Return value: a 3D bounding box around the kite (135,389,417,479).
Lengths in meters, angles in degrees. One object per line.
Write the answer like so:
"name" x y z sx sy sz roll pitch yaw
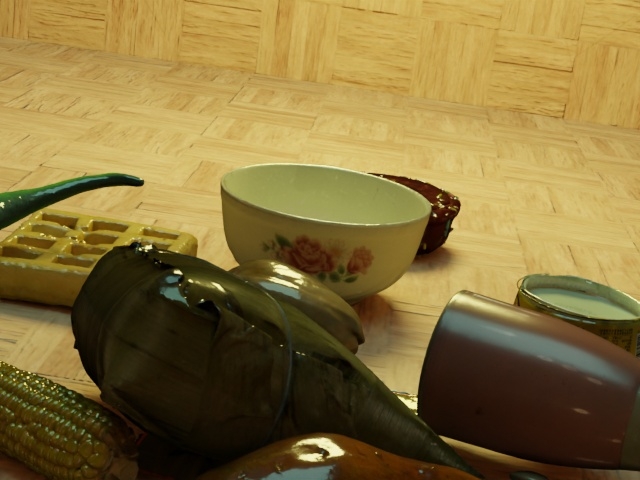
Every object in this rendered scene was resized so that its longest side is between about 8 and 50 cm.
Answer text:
"kite" -0.011 0.194 1.182 0.378 0.013 0.327 -4 20 -33

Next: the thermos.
"thermos" 0.233 0.162 1.160 0.265 0.176 0.146 17 -18 23

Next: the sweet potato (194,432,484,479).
"sweet potato" -0.003 0.209 0.981 0.359 0.112 0.112 -5 21 -28

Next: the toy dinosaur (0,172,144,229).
"toy dinosaur" -0.413 0.009 1.309 0.500 0.144 0.374 -13 23 -13

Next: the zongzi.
"zongzi" -0.051 0.125 1.166 0.360 0.160 0.323 22 3 -19

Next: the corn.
"corn" -0.251 0.158 1.082 0.238 0.080 0.080 20 21 31

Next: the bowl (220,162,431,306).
"bowl" 0.000 0.000 1.601 0.277 0.145 0.277 7 15 -2

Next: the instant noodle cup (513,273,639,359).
"instant noodle cup" 0.268 0.124 1.315 0.182 0.144 0.182 7 16 -2

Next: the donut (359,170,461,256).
"donut" 0.094 -0.042 1.872 0.235 0.089 0.235 7 18 -2

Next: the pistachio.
"pistachio" -0.040 0.087 1.385 0.185 0.126 0.108 18 62 20

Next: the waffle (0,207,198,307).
"waffle" -0.282 0.025 1.540 0.221 0.055 0.248 8 17 3
